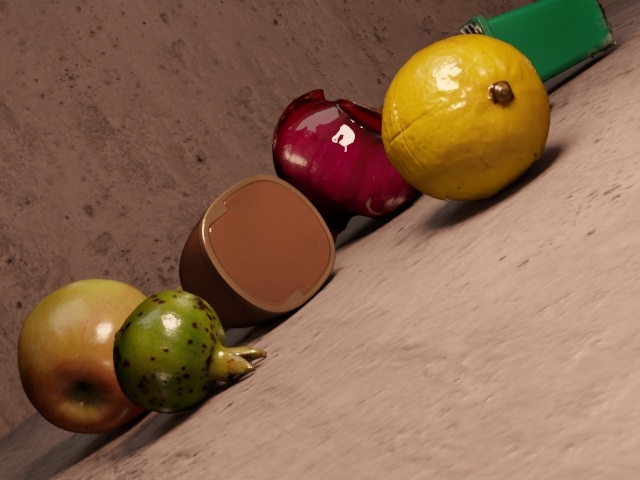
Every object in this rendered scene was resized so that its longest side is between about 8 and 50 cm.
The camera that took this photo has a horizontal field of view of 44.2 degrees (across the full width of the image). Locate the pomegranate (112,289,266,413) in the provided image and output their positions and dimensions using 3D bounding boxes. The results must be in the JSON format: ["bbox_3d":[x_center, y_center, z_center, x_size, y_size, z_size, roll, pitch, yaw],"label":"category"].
[{"bbox_3d":[-0.228,0.195,1.327,0.211,0.263,0.211,13,-90,-78],"label":"pomegranate"}]

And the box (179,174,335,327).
[{"bbox_3d":[-0.148,0.042,1.648,0.301,0.301,0.216,-40,1,-41],"label":"box"}]

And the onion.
[{"bbox_3d":[0.030,-0.145,1.954,0.420,0.398,0.398,-60,0,13],"label":"onion"}]

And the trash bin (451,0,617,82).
[{"bbox_3d":[0.577,-0.511,2.147,0.381,0.295,0.259,-24,5,0],"label":"trash bin"}]

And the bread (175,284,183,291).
[{"bbox_3d":[-0.250,0.101,2.282,0.338,0.155,0.187,-30,15,22],"label":"bread"}]

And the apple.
[{"bbox_3d":[-0.458,0.239,1.597,0.319,0.319,0.277,-33,11,17],"label":"apple"}]

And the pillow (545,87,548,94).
[{"bbox_3d":[0.446,-0.326,1.842,0.335,0.161,0.093,-48,-23,-57],"label":"pillow"}]

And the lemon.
[{"bbox_3d":[0.246,-0.204,1.352,0.297,0.297,0.297,-34,6,4],"label":"lemon"}]
